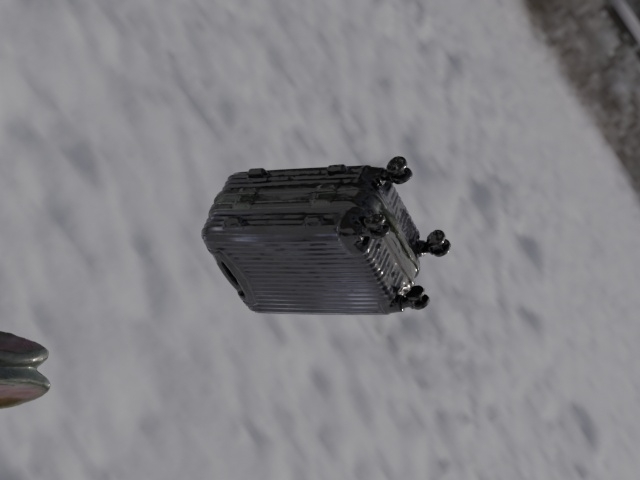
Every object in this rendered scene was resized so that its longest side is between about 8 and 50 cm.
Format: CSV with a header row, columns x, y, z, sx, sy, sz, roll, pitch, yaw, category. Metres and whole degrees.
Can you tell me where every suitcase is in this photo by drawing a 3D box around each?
x,y,z,sx,sy,sz,roll,pitch,yaw,category
0.000,0.000,0.950,0.086,0.126,0.059,60,42,-39,suitcase

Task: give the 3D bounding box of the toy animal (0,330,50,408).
x,y,z,sx,sy,sz,roll,pitch,yaw,category
-0.305,0.075,1.131,0.108,0.236,0.138,150,-64,-78,toy animal
